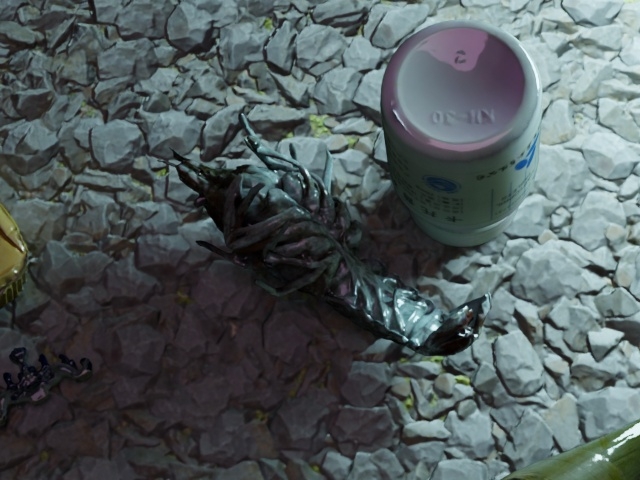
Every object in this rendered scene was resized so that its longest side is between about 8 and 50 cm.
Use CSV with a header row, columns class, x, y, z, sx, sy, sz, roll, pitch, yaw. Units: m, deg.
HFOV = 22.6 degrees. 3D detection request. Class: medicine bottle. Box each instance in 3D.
class,x,y,z,sx,sy,sz,roll,pitch,yaw
medicine bottle,0.155,-0.106,1.754,0.170,0.293,0.170,-2,70,5

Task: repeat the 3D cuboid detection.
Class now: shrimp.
class,x,y,z,sx,sy,sz,roll,pitch,yaw
shrimp,-0.004,0.001,1.807,0.410,0.166,0.221,41,44,2

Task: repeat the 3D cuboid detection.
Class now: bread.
class,x,y,z,sx,sy,sz,roll,pitch,yaw
bread,-0.421,0.004,1.849,0.132,0.114,0.190,-36,81,-19

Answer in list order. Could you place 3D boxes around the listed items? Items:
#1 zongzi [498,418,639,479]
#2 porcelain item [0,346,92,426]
class,x,y,z,sx,sy,sz,roll,pitch,yaw
zongzi,0.259,0.374,1.658,0.360,0.160,0.323,-22,76,-12
porcelain item,-0.334,0.153,1.835,0.136,0.021,0.075,-29,67,-7
